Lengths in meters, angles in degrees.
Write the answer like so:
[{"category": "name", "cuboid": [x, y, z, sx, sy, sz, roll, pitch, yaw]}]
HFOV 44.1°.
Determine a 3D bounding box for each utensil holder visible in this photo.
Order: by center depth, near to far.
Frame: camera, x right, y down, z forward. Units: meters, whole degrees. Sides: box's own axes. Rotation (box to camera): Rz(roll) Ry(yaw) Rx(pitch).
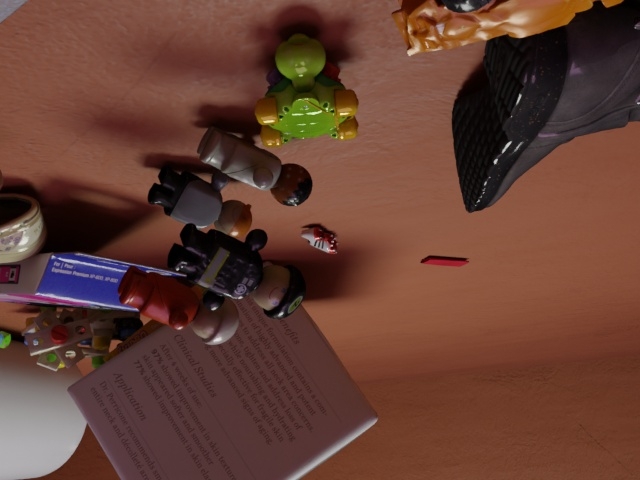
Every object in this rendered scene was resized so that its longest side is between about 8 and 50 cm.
[{"category": "utensil holder", "cuboid": [-0.733, 0.357, 1.675, 0.328, 0.327, 0.385, -11, 162, 20]}]

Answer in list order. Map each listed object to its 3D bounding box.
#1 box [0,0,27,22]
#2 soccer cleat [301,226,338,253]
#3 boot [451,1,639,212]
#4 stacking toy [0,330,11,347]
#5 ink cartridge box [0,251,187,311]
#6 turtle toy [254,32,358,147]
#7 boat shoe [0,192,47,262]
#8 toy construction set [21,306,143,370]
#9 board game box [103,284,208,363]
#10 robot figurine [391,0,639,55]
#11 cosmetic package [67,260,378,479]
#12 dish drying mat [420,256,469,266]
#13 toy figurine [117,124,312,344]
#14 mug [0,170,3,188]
[{"category": "box", "cuboid": [-0.273, -0.170, 0.417, 0.247, 0.163, 0.142, -19, 158, 37]}, {"category": "soccer cleat", "cuboid": [0.000, 0.000, 1.210, 0.036, 0.029, 0.083, -3, 161, 26]}, {"category": "boot", "cuboid": [0.259, -0.122, 0.768, 0.223, 0.118, 0.338, -8, 166, -5]}, {"category": "stacking toy", "cuboid": [-0.546, 0.074, 1.121, 0.167, 0.052, 0.221, 18, 151, 14]}, {"category": "ink cartridge box", "cuboid": [-0.378, 0.061, 1.143, 0.371, 0.069, 0.176, -5, 165, 42]}, {"category": "turtle toy", "cuboid": [-0.014, -0.137, 0.727, 0.095, 0.066, 0.130, -6, 161, 0]}, {"category": "boat shoe", "cuboid": [-0.486, -0.016, 0.963, 0.286, 0.104, 0.089, -10, 157, -18]}, {"category": "toy construction set", "cuboid": [-0.437, 0.158, 1.436, 0.215, 0.151, 0.328, 2, 172, -17]}, {"category": "board game box", "cuboid": [-0.268, 0.155, 1.397, 0.259, 0.039, 0.124, -40, 166, 10]}, {"category": "robot figurine", "cuboid": [0.165, -0.213, 0.477, 0.291, 0.085, 0.211, -11, 149, 23]}, {"category": "cosmetic package", "cuboid": [-0.162, 0.306, 1.398, 0.394, 0.329, 0.327, -32, 166, -13]}, {"category": "dish drying mat", "cuboid": [0.220, 0.038, 1.397, 0.083, 0.008, 0.032, 4, 161, -25]}, {"category": "toy figurine", "cuboid": [-0.108, -0.002, 0.885, 0.148, 0.209, 0.213, 26, 146, -26]}, {"category": "mug", "cuboid": [-0.431, -0.039, 0.837, 0.169, 0.150, 0.113, -45, 155, 19]}]
